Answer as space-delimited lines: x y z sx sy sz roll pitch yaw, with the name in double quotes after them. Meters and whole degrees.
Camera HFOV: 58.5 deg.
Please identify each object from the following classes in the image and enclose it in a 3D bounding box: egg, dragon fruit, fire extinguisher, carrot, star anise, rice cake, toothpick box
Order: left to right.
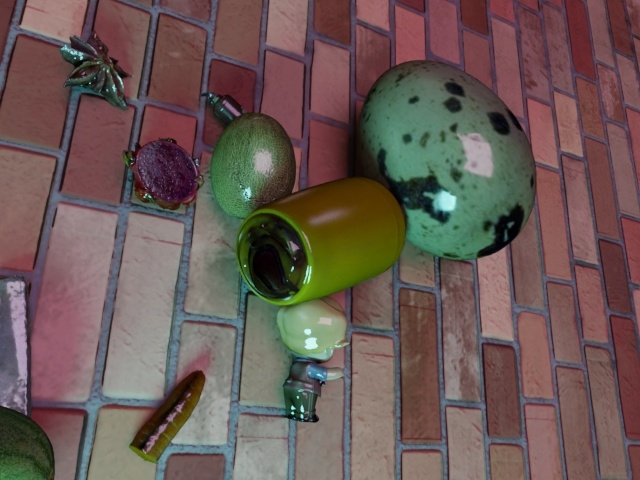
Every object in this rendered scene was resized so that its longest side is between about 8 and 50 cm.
-0.394 0.148 0.734 0.043 0.034 0.211 -2 75 -21 "rice cake"
-0.351 -0.277 0.893 0.124 0.056 0.129 12 61 -52 "star anise"
-0.247 -0.098 0.885 0.126 0.068 0.112 -22 96 -45 "dragon fruit"
-0.204 0.242 0.801 0.048 0.048 0.139 44 57 -10 "carrot"
-0.135 -0.205 0.993 0.158 0.043 0.064 43 29 -11 "fire extinguisher"
0.000 0.000 0.877 0.271 0.175 0.175 -18 82 -54 "toothpick box"
0.220 -0.146 1.027 0.287 0.287 0.379 -12 74 -32 "egg"

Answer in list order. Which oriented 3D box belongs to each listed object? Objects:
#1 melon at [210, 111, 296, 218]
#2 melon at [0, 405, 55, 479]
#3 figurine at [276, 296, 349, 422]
-0.107 -0.109 0.919 0.139 0.139 0.192 6 85 -27 "melon"
-0.432 0.258 0.589 0.287 0.182 0.182 2 73 -24 "melon"
-0.013 0.181 0.895 0.108 0.114 0.196 7 78 -28 "figurine"
